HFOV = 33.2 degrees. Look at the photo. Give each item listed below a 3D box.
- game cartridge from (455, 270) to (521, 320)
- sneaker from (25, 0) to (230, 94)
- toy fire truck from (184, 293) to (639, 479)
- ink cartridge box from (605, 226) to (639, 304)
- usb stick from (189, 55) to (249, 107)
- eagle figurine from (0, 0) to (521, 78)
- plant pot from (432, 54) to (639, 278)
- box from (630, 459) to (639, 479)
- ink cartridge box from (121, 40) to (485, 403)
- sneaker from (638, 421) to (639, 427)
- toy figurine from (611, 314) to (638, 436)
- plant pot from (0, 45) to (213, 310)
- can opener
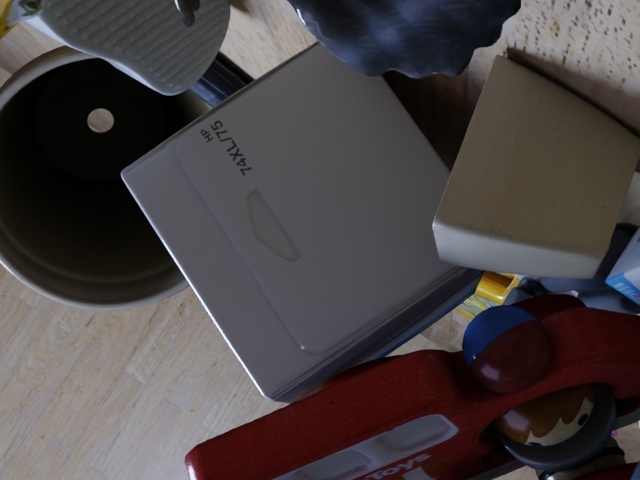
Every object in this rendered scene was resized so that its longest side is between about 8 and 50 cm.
[{"bbox_3d":[0.221,0.079,1.321,0.324,0.052,0.285,39,172,-39],"label":"game cartridge"},{"bbox_3d":[-0.184,-0.206,0.738,0.150,0.135,0.366,29,173,14],"label":"sneaker"},{"bbox_3d":[0.093,0.128,0.712,0.254,0.302,0.169,42,-153,-60],"label":"toy fire truck"},{"bbox_3d":[0.278,0.047,0.660,0.181,0.061,0.104,34,175,6],"label":"ink cartridge box"},{"bbox_3d":[-0.069,-0.133,1.160,0.278,0.045,0.077,36,173,-30],"label":"usb stick"},{"bbox_3d":[-0.075,-0.169,0.425,0.298,0.225,0.226,-6,-107,-50],"label":"eagle figurine"},{"bbox_3d":[0.133,-0.031,0.645,0.096,0.109,0.109,20,171,12],"label":"plant pot"},{"bbox_3d":[0.316,0.167,0.587,0.233,0.183,0.059,44,-147,5],"label":"box"},{"bbox_3d":[0.000,0.000,0.863,0.198,0.197,0.270,56,178,10],"label":"ink cartridge box"},{"bbox_3d":[0.327,0.144,0.882,0.112,0.131,0.296,26,172,41],"label":"sneaker"},{"bbox_3d":[0.280,0.154,1.074,0.130,0.159,0.173,37,173,-32],"label":"toy figurine"},{"bbox_3d":[-0.269,-0.114,1.356,0.323,0.323,0.280,36,-170,-24],"label":"plant pot"},{"bbox_3d":[0.213,0.053,0.915,0.076,0.095,0.283,33,175,1],"label":"can opener"}]
